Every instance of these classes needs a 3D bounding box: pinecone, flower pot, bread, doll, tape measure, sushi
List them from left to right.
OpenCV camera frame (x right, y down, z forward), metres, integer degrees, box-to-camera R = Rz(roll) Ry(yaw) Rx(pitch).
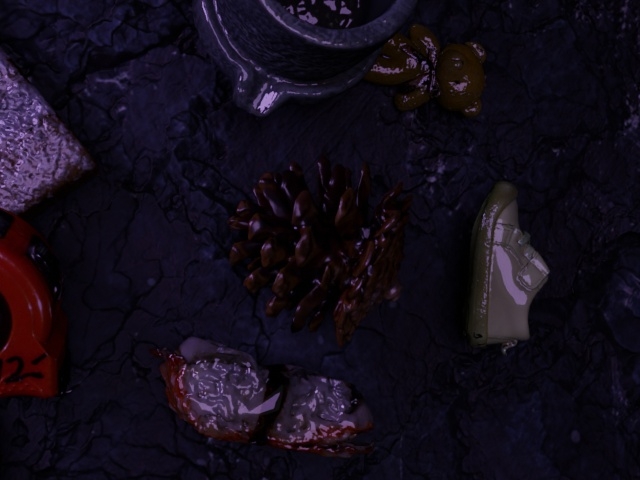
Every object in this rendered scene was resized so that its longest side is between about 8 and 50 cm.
[{"bbox_3d":[-0.484,-0.207,0.862,0.165,0.113,0.416,-41,98,-11],"label":"bread"},{"bbox_3d":[-0.433,0.076,0.819,0.253,0.114,0.260,4,114,-13],"label":"tape measure"},{"bbox_3d":[-0.080,0.220,0.932,0.332,0.124,0.130,14,73,-14],"label":"sushi"},{"bbox_3d":[-0.036,-0.316,0.899,0.299,0.283,0.299,0,89,-17],"label":"flower pot"},{"bbox_3d":[-0.006,0.007,0.906,0.264,0.264,0.264,1,86,-14],"label":"pinecone"},{"bbox_3d":[0.163,-0.270,1.041,0.210,0.097,0.137,9,90,-8],"label":"doll"}]

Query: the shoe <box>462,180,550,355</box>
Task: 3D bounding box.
[{"bbox_3d":[0.280,0.043,1.035,0.128,0.140,0.262,11,89,-4],"label":"shoe"}]
